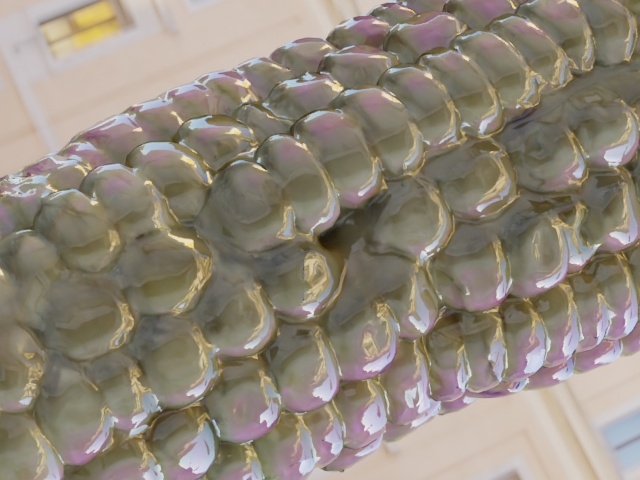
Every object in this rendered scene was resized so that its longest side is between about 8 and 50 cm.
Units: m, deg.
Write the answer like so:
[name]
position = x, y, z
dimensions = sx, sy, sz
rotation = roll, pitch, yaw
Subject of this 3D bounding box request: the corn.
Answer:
[corn]
position = 0.000, 0.002, 0.458
dimensions = 0.126, 0.335, 0.126
rotation = 49, -30, 42
